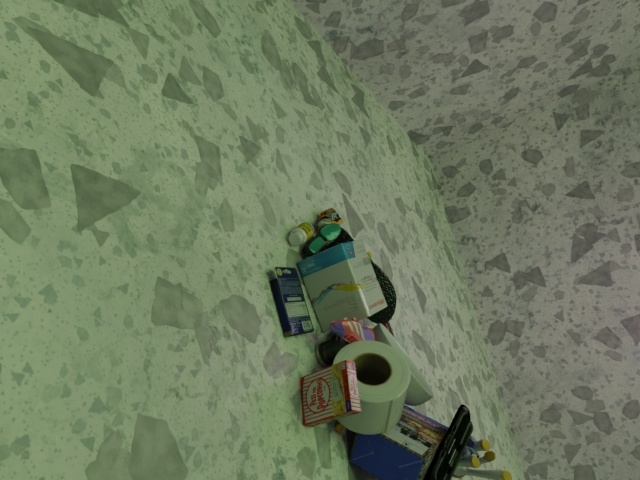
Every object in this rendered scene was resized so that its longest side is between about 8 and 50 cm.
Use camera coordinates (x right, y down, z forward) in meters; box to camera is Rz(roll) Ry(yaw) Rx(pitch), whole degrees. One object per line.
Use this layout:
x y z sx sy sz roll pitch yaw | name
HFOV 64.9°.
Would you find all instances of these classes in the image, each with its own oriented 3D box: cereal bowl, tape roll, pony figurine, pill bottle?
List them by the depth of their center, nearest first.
0.154 0.463 1.605 0.246 0.246 0.169 -72 168 -53 | tape roll
-0.072 -0.021 1.839 0.065 0.065 0.116 62 27 -8 | pill bottle
0.466 0.834 1.894 0.351 0.363 0.303 32 48 -25 | pony figurine
0.274 0.489 1.917 0.339 0.141 0.339 51 6 -7 | cereal bowl

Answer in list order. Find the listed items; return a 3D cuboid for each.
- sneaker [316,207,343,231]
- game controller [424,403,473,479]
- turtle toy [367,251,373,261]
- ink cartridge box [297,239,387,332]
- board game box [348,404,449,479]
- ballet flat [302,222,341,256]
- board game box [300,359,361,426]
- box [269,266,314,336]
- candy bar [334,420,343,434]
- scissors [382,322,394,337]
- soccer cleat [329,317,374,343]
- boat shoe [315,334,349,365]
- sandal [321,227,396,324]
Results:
0.026 -0.086 2.065 0.083 0.084 0.215 63 17 1 | sneaker
0.422 0.702 1.669 0.319 0.067 0.166 -50 132 -34 | game controller
0.195 0.109 2.224 0.130 0.066 0.095 -18 85 -63 | turtle toy
0.082 0.162 1.825 0.198 0.197 0.270 -8 76 -63 | ink cartridge box
0.270 0.679 1.679 0.291 0.232 0.141 1 107 -60 | board game box
0.000 0.000 1.909 0.203 0.074 0.074 -42 107 -40 | ballet flat
0.026 0.453 1.485 0.045 0.193 0.147 25 46 -40 | board game box
-0.097 0.197 1.647 0.136 0.036 0.225 9 62 -60 | box
0.076 0.571 1.680 0.040 0.018 0.161 60 26 -21 | candy bar
0.259 0.311 2.235 0.109 0.021 0.297 -1 69 -59 | scissors
0.114 0.322 1.688 0.248 0.083 0.095 32 46 -53 | soccer cleat
0.099 0.364 1.804 0.335 0.095 0.112 -15 82 -63 | boat shoe
0.156 0.131 2.023 0.446 0.167 0.107 56 -4 -4 | sandal
